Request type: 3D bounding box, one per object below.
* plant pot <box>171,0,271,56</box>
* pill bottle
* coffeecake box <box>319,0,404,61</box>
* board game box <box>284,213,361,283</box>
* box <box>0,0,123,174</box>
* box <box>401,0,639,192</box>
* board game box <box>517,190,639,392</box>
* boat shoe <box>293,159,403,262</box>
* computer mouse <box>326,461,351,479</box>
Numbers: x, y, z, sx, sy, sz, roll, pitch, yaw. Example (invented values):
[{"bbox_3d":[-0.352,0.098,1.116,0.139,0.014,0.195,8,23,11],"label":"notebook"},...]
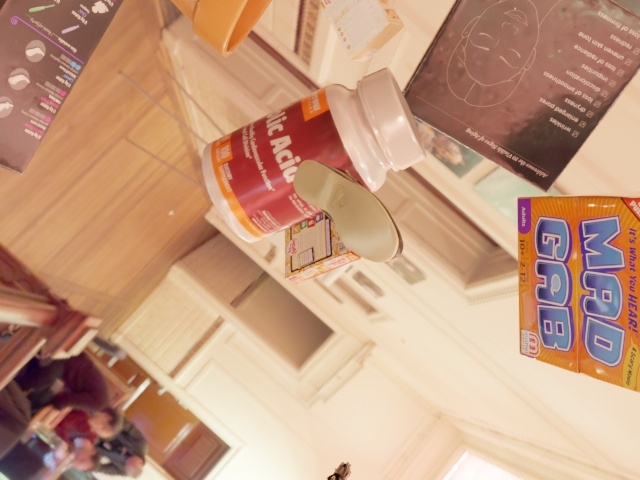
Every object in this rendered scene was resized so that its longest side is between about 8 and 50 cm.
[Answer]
[{"bbox_3d":[-0.149,-0.449,0.929,0.290,0.204,0.291,-56,-170,15],"label":"plant pot"},{"bbox_3d":[-0.010,-0.166,1.233,0.393,0.223,0.224,-23,-175,15],"label":"pill bottle"},{"bbox_3d":[0.101,-0.565,1.572,0.068,0.185,0.142,-13,163,-48],"label":"coffeecake box"},{"bbox_3d":[0.000,0.000,1.442,0.194,0.045,0.146,-23,-124,36],"label":"board game box"},{"bbox_3d":[-0.391,-0.245,0.756,0.270,0.165,0.143,-61,158,-1],"label":"box"},{"bbox_3d":[0.531,-0.466,1.693,0.471,0.480,0.297,-59,-179,23],"label":"box"},{"bbox_3d":[0.665,0.078,1.304,0.357,0.356,0.356,-4,-175,-22],"label":"board game box"},{"bbox_3d":[0.029,-0.026,0.539,0.042,0.133,0.048,12,114,-45],"label":"boat shoe"},{"bbox_3d":[-0.049,0.428,0.896,0.262,0.060,0.184,-41,167,-2],"label":"computer mouse"}]
